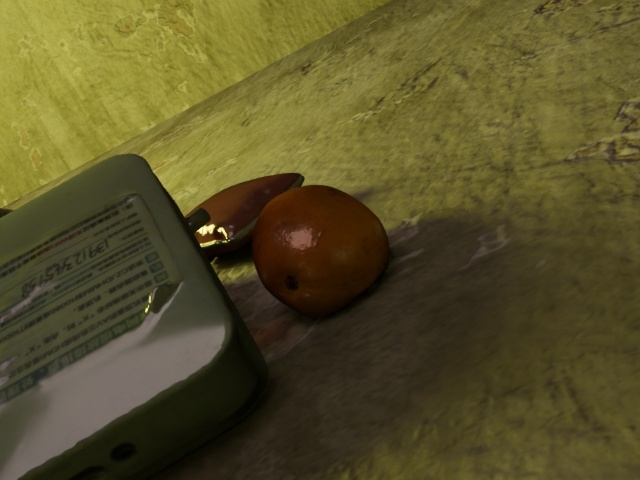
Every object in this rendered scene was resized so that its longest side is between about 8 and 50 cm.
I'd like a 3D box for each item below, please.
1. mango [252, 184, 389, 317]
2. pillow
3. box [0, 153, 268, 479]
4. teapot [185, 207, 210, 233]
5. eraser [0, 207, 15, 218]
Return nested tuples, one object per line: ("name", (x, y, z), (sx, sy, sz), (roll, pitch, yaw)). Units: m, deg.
("mango", (-0.002, -0.006, 0.941), (0.141, 0.102, 0.217), (-20, 21, 10))
("pillow", (-0.119, -0.028, 1.232), (0.179, 0.075, 0.171), (-10, 25, 47))
("box", (-0.284, 0.113, 0.866), (0.395, 0.111, 0.396), (-31, 40, -5))
("teapot", (-0.238, 0.037, 1.133), (0.239, 0.162, 0.149), (-39, 4, 6))
("eraser", (-0.487, -0.015, 1.459), (0.351, 0.061, 0.089), (9, -8, -32))
